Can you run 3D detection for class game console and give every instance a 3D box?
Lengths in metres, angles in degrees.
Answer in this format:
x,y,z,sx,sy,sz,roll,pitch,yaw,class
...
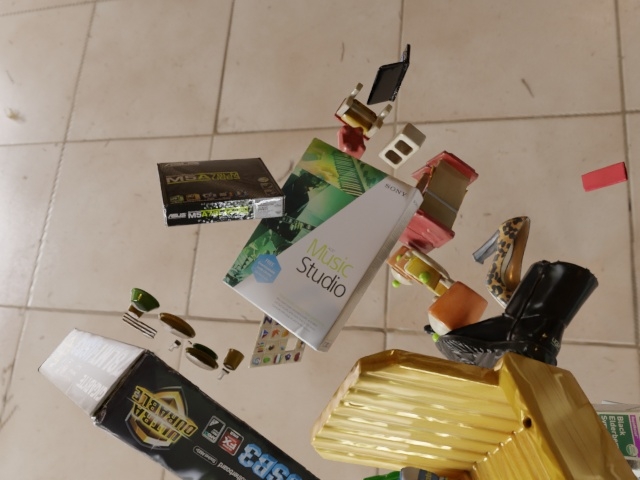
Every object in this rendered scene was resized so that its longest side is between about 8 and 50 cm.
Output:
x,y,z,sx,sy,sz,roll,pitch,yaw,class
0.158,-0.388,1.207,0.071,0.122,0.107,12,59,-5,game console

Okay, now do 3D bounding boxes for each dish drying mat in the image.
x,y,z,sx,sy,sz,roll,pitch,yaw,class
0.473,-0.105,0.859,0.008,0.083,0.032,-3,83,-20,dish drying mat

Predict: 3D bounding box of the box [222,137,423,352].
x,y,z,sx,sy,sz,roll,pitch,yaw,class
0.000,0.000,0.920,0.232,0.058,0.322,31,86,25,box

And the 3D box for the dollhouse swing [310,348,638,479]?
x,y,z,sx,sy,sz,roll,pitch,yaw,class
0.187,0.357,0.734,0.304,0.347,0.315,4,45,-24,dollhouse swing

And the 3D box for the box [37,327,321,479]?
x,y,z,sx,sy,sz,roll,pitch,yaw,class
-0.137,0.212,0.546,0.295,0.293,0.073,-8,42,53,box

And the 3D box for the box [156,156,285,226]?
x,y,z,sx,sy,sz,roll,pitch,yaw,class
-0.173,-0.088,0.870,0.190,0.045,0.184,-6,32,-17,box

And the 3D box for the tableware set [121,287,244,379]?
x,y,z,sx,sy,sz,roll,pitch,yaw,class
-0.162,0.110,0.614,0.154,0.104,0.024,34,54,-8,tableware set

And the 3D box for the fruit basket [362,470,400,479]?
x,y,z,sx,sy,sz,roll,pitch,yaw,class
0.303,0.770,1.410,0.391,0.392,0.283,-19,49,10,fruit basket

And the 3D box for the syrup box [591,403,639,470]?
x,y,z,sx,sy,sz,roll,pitch,yaw,class
0.506,0.338,0.901,0.236,0.096,0.093,-24,67,54,syrup box

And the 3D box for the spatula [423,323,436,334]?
x,y,z,sx,sy,sz,roll,pitch,yaw,class
0.388,0.223,1.295,0.296,0.030,0.084,6,37,-21,spatula

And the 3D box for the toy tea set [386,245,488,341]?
x,y,z,sx,sy,sz,roll,pitch,yaw,class
0.219,0.111,1.100,0.200,0.336,0.124,37,92,-2,toy tea set

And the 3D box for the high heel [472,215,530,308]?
x,y,z,sx,sy,sz,roll,pitch,yaw,class
0.516,0.066,1.338,0.186,0.093,0.261,-50,41,30,high heel

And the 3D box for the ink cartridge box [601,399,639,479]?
x,y,z,sx,sy,sz,roll,pitch,yaw,class
0.654,0.455,1.087,0.062,0.109,0.210,18,76,-22,ink cartridge box

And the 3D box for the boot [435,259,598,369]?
x,y,z,sx,sy,sz,roll,pitch,yaw,class
0.341,0.134,0.907,0.094,0.246,0.207,48,63,-14,boot

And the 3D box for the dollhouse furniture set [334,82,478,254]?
x,y,z,sx,sy,sz,roll,pitch,yaw,class
0.165,-0.158,1.214,0.374,0.152,0.201,34,63,-8,dollhouse furniture set

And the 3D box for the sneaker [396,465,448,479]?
x,y,z,sx,sy,sz,roll,pitch,yaw,class
0.105,0.325,0.627,0.059,0.053,0.144,22,120,7,sneaker

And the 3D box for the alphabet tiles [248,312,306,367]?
x,y,z,sx,sy,sz,roll,pitch,yaw,class
-0.093,0.236,1.425,0.009,0.198,0.238,24,101,42,alphabet tiles
